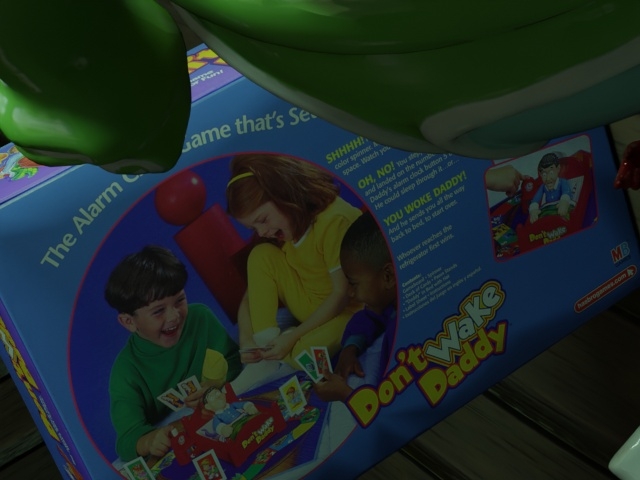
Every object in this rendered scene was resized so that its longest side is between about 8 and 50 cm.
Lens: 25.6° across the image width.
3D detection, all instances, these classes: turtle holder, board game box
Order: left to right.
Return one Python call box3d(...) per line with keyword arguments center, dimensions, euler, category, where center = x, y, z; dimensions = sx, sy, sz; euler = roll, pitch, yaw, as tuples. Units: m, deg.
box3d(center=(0.000, 0.000, 0.751), dimensions=(0.078, 0.347, 0.233), euler=(23, 139, 57), category="board game box")
box3d(center=(0.043, -0.120, 0.447), dimensions=(0.243, 0.320, 0.227), euler=(37, 178, 29), category="turtle holder")

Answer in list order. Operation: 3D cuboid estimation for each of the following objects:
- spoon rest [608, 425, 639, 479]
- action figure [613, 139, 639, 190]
box3d(center=(0.250, 0.156, 0.746), dimensions=(0.084, 0.137, 0.276), euler=(43, 177, -13), category="spoon rest")
box3d(center=(0.180, -0.041, 0.583), dimensions=(0.280, 0.139, 0.091), euler=(57, 159, 23), category="action figure")
